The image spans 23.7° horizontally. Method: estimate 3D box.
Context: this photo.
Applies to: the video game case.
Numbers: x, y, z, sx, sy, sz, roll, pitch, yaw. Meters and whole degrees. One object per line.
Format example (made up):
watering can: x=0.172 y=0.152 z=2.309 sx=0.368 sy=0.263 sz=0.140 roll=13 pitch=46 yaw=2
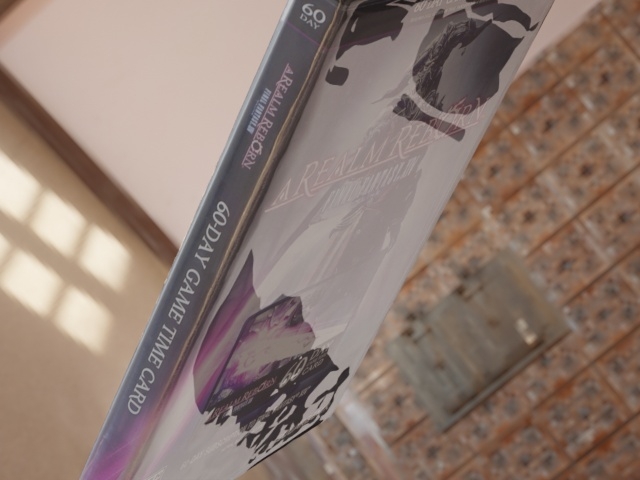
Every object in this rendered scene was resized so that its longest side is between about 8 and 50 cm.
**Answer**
video game case: x=0.000 y=0.000 z=0.630 sx=0.026 sy=0.274 sz=0.196 roll=38 pitch=31 yaw=18
